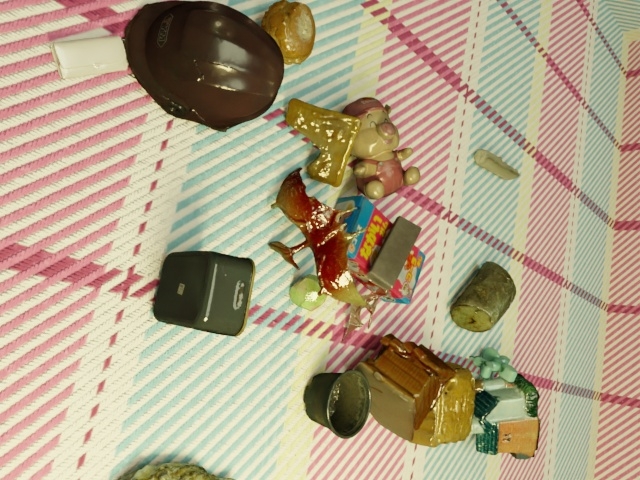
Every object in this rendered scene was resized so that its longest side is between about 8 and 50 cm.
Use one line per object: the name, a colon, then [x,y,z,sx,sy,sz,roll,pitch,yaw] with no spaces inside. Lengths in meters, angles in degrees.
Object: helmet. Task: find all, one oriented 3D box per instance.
helmet: [-0.196,-0.340,1.043,0.305,0.177,0.224,17,79,-45]

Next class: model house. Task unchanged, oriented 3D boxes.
model house: [0.559,0.579,1.815,0.291,0.184,0.253,0,100,-17]
model house: [0.224,0.359,1.447,0.229,0.199,0.219,-37,148,-40]

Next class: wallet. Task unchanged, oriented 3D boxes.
wallet: [-0.395,-0.317,0.947,0.122,0.025,0.061,-27,115,-42]

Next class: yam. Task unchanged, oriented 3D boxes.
yam: [0.542,0.190,1.795,0.254,0.154,0.154,-42,118,-40]

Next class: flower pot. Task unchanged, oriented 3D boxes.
flower pot: [0.033,0.382,1.307,0.157,0.107,0.157,6,82,-46]

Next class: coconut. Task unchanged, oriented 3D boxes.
coconut: [-0.022,0.120,1.274,0.081,0.082,0.083,21,51,-37]

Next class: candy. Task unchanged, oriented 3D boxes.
candy: [0.141,0.031,1.427,0.306,0.100,0.157,40,64,-38]

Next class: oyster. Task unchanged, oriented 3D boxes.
oyster: [-0.269,0.510,1.014,0.268,0.112,0.198,29,48,-32]

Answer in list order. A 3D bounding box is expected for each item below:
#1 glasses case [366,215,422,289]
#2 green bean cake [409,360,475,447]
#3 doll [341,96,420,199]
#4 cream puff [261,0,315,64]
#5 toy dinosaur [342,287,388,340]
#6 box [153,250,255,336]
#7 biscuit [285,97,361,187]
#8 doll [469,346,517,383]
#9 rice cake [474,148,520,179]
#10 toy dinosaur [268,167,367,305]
glasses case: [0.183,0.029,1.355,0.072,0.042,0.190,29,62,4]
green bean cake: [0.351,0.476,1.604,0.224,0.131,0.229,9,83,-46]
doll: [0.133,-0.234,1.376,0.196,0.152,0.255,-24,95,-57]
cream puff: [-0.075,-0.460,1.215,0.126,0.103,0.143,41,61,-52]
toy dinosaur: [0.107,0.162,1.378,0.108,0.032,0.220,26,107,-31]
box: [-0.217,0.091,0.997,0.090,0.201,0.144,18,78,-39]
biscuit: [-0.005,-0.225,1.288,0.039,0.174,0.183,-83,-173,-65]
doll: [0.580,0.411,1.832,0.159,0.158,0.059,8,109,-17]
rice cake: [0.625,-0.266,1.944,0.256,0.057,0.052,14,81,-44]
toy dinosaur: [0.010,0.001,1.243,0.327,0.113,0.206,38,93,5]
